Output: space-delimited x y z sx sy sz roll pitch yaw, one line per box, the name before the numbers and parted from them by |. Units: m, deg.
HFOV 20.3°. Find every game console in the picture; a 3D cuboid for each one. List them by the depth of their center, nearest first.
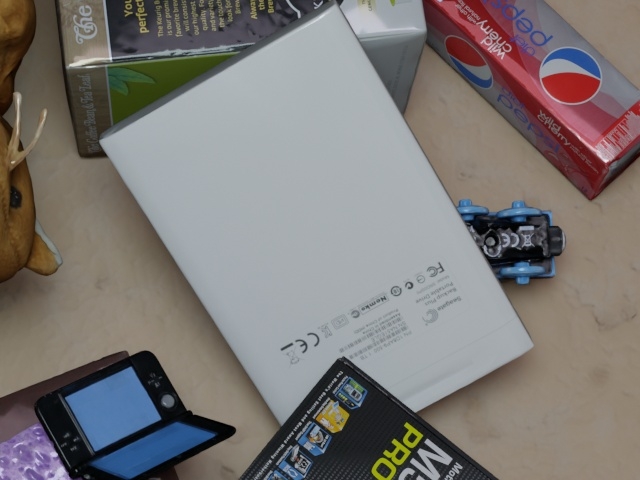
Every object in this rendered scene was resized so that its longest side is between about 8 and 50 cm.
game console | -0.151 0.144 1.451 0.122 0.071 0.107 -23 78 -36

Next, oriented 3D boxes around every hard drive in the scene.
hard drive | 0.000 0.000 1.552 0.233 0.047 0.353 -29 107 8

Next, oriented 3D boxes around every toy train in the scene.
toy train | 0.131 0.005 1.649 0.184 0.105 0.080 -2 84 -5

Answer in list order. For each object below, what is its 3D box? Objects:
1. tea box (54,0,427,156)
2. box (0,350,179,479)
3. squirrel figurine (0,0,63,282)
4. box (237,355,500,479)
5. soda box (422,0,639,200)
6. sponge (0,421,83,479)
tea box | -0.091 -0.279 1.670 0.324 0.220 0.329 -5 72 -7
box | -0.305 0.258 1.519 0.381 0.143 0.191 -21 75 -12
squirrel figurine | -0.349 -0.115 1.534 0.281 0.397 0.370 -12 76 -30
box | 0.020 0.259 1.468 0.216 0.060 0.270 39 58 4
soda box | 0.202 -0.166 1.719 0.083 0.092 0.263 -41 78 -16
sponge | -0.283 0.246 1.437 0.210 0.031 0.117 -29 78 -13
